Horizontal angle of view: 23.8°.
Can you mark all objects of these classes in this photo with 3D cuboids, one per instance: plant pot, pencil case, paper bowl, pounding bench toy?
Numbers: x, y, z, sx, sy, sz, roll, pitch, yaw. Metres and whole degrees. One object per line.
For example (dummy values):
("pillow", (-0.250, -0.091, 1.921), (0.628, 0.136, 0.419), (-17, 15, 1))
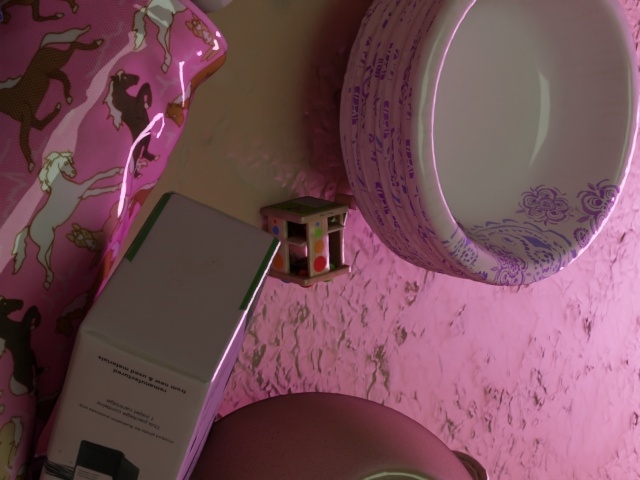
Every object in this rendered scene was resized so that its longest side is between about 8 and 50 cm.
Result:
("plant pot", (0.024, 0.245, 1.156), (0.284, 0.191, 0.284), (5, 74, -20))
("pencil case", (-0.199, -0.009, 1.002), (0.160, 0.167, 0.386), (22, 82, 1))
("paper bowl", (0.130, -0.111, 1.282), (0.284, 0.148, 0.284), (-11, 107, -40))
("pounding bench toy", (0.000, 0.000, 1.255), (0.083, 0.052, 0.065), (-16, 110, -40))

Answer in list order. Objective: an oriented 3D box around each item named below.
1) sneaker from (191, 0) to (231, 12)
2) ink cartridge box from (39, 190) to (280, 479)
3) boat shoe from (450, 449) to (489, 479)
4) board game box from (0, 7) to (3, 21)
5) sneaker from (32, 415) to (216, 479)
("sneaker", (-0.121, -0.286, 1.033), (0.151, 0.094, 0.255), (4, 79, -47))
("ink cartridge box", (-0.110, 0.099, 0.981), (0.153, 0.087, 0.208), (-66, 179, -50))
("boat shoe", (0.033, 0.304, 1.326), (0.302, 0.113, 0.103), (-38, 137, -24))
("board game box", (-0.271, -0.157, 0.903), (0.060, 0.194, 0.194), (-35, 141, -33))
("sneaker", (-0.156, 0.175, 1.114), (0.234, 0.106, 0.078), (-21, 114, -38))
